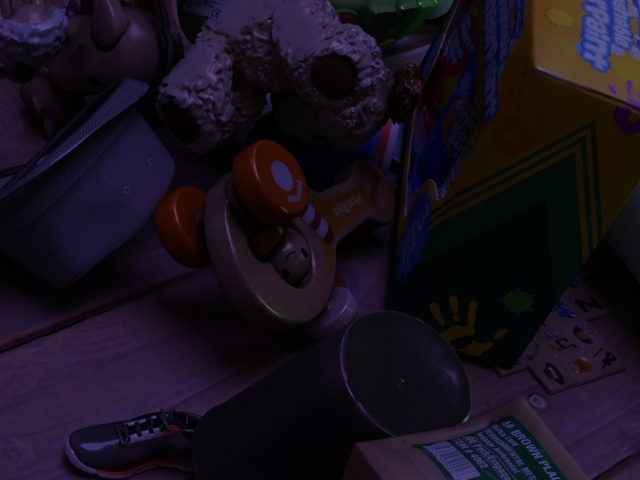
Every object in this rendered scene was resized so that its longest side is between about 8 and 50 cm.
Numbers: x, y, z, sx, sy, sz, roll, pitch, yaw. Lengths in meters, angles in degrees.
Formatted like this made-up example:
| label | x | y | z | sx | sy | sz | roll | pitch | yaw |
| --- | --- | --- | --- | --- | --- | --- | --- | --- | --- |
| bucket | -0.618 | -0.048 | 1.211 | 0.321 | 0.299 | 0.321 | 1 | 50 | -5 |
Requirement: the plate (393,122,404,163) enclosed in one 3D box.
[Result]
| label | x | y | z | sx | sy | sz | roll | pitch | yaw |
| --- | --- | --- | --- | --- | --- | --- | --- | --- | --- |
| plate | 0.146 | -0.127 | 1.948 | 0.188 | 0.024 | 0.188 | 11 | 40 | -9 |

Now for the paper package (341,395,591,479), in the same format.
| label | x | y | z | sx | sy | sz | roll | pitch | yaw |
| --- | --- | --- | --- | --- | --- | --- | --- | --- | --- |
| paper package | 0.137 | 0.339 | 1.158 | 0.168 | 0.310 | 0.325 | -10 | 45 | -32 |

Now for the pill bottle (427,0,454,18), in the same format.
| label | x | y | z | sx | sy | sz | roll | pitch | yaw |
| --- | --- | --- | --- | --- | --- | --- | --- | --- | --- |
| pill bottle | 0.129 | -0.391 | 2.135 | 0.245 | 0.136 | 0.136 | 24 | 35 | -24 |

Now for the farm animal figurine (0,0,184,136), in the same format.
| label | x | y | z | sx | sy | sz | roll | pitch | yaw |
| --- | --- | --- | --- | --- | --- | --- | --- | --- | --- |
| farm animal figurine | -0.260 | -0.210 | 1.756 | 0.330 | 0.172 | 0.326 | -10 | 5 | -32 |

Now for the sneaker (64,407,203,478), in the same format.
| label | x | y | z | sx | sy | sz | roll | pitch | yaw |
| --- | --- | --- | --- | --- | --- | --- | --- | --- | --- |
| sneaker | -0.158 | 0.177 | 1.427 | 0.157 | 0.065 | 0.061 | 0 | 42 | -22 |

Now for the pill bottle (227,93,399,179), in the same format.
| label | x | y | z | sx | sy | sz | roll | pitch | yaw |
| --- | --- | --- | --- | --- | --- | --- | --- | --- | --- |
| pill bottle | -0.024 | -0.142 | 1.816 | 0.221 | 0.124 | 0.124 | 11 | 39 | -8 |

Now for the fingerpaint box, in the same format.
| label | x | y | z | sx | sy | sz | roll | pitch | yaw |
| --- | --- | --- | --- | --- | --- | --- | --- | --- | --- |
| fingerpaint box | 0.219 | -0.153 | 1.692 | 0.163 | 0.371 | 0.445 | 19 | 41 | -10 |

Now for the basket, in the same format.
| label | x | y | z | sx | sy | sz | roll | pitch | yaw |
| --- | --- | --- | --- | --- | --- | --- | --- | --- | --- |
| basket | 0.017 | 0.170 | 1.337 | 0.204 | 0.227 | 0.154 | 43 | 44 | 3 |

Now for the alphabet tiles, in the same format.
| label | x | y | z | sx | sy | sz | roll | pitch | yaw |
| --- | --- | --- | --- | --- | --- | --- | --- | --- | --- |
| alphabet tiles | 0.235 | 0.077 | 1.753 | 0.198 | 0.009 | 0.237 | -12 | 48 | -33 |

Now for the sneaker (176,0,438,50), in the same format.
| label | x | y | z | sx | sy | sz | roll | pitch | yaw |
| --- | --- | --- | --- | --- | --- | --- | --- | --- | --- |
| sneaker | -0.012 | -0.329 | 1.892 | 0.482 | 0.185 | 0.202 | -1 | 65 | -60 |

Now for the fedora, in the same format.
| label | x | y | z | sx | sy | sz | roll | pitch | yaw |
| --- | --- | --- | --- | --- | --- | --- | --- | --- | --- |
| fedora | -0.247 | -0.043 | 1.573 | 0.124 | 0.243 | 0.275 | 48 | 41 | -12 |

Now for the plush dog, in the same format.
| label | x | y | z | sx | sy | sz | roll | pitch | yaw |
| --- | --- | --- | --- | --- | --- | --- | --- | --- | --- |
| plush dog | -0.017 | -0.178 | 1.660 | 0.262 | 0.225 | 0.211 | -15 | 52 | 27 |

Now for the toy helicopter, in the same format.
| label | x | y | z | sx | sy | sz | roll | pitch | yaw |
| --- | --- | --- | --- | --- | --- | --- | --- | --- | --- |
| toy helicopter | 0.000 | 0.000 | 1.621 | 0.235 | 0.140 | 0.355 | 61 | 31 | -1 |

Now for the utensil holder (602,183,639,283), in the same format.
| label | x | y | z | sx | sy | sz | roll | pitch | yaw |
| --- | --- | --- | --- | --- | --- | --- | --- | --- | --- |
| utensil holder | 0.516 | 0.004 | 1.710 | 0.327 | 0.328 | 0.385 | -7 | 48 | -28 |
